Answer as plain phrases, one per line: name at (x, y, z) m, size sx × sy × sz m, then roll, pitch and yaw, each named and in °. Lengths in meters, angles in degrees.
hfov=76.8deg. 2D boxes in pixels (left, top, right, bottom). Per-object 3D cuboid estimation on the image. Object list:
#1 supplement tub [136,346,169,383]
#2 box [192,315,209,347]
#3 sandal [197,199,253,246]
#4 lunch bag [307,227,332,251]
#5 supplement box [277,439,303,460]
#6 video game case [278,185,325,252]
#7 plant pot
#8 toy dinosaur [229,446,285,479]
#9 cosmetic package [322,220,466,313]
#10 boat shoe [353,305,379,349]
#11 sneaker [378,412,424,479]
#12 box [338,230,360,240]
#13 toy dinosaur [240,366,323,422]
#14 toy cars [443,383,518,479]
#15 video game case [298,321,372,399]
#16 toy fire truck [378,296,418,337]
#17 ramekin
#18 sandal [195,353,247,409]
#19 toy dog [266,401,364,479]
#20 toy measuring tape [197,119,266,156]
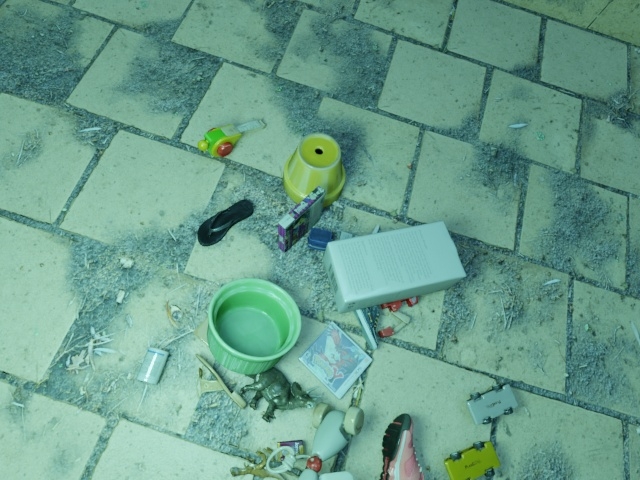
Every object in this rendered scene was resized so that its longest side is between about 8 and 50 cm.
supplement tub at (-0.553, 0.413, 1.335) m, size 0.071 × 0.071 × 0.107 m, roll 17°, pitch 67°, yaw -1°
box at (-0.319, 0.328, 1.426) m, size 0.201 × 0.021 × 0.164 m, roll 38°, pitch 69°, yaw 9°
sandal at (-0.373, -0.079, 1.557) m, size 0.097 × 0.054 × 0.254 m, roll 44°, pitch 70°, yaw 10°
lunch bag at (0.000, 0.000, 1.571) m, size 0.098 × 0.065 × 0.067 m, roll 13°, pitch 52°, yaw -1°
supplement box at (-0.098, 0.679, 1.306) m, size 0.083 × 0.043 × 0.055 m, roll -2°, pitch 68°, yaw -9°
video game case at (-0.072, -0.073, 1.500) m, size 0.042 × 0.232 × 0.210 m, roll 41°, pitch 70°, yaw 11°
plant pot at (-0.017, -0.288, 1.586) m, size 0.254 × 0.239 × 0.254 m, roll 3°, pitch 68°, yaw -7°
toy dinosaur at (-0.176, 0.726, 1.279) m, size 0.211 × 0.064 × 0.112 m, roll 10°, pitch 86°, yaw 6°
cosmetic package at (0.259, 0.095, 1.470) m, size 0.453 × 0.161 × 0.230 m, roll -10°, pitch 67°, yaw -11°
boat shoe at (0.188, 0.301, 1.477) m, size 0.083 × 0.065 × 0.183 m, roll -19°, pitch 72°, yaw -13°
sneaker at (0.274, 0.732, 1.315) m, size 0.136 × 0.116 × 0.313 m, roll 17°, pitch 74°, yaw -12°
box at (0.152, 0.058, 1.582) m, size 0.186 × 0.038 × 0.145 m, roll 17°, pitch 68°, yaw -2°
toy dinosaur at (-0.165, 0.494, 1.349) m, size 0.313 × 0.121 × 0.160 m, roll 31°, pitch 51°, yaw 17°
toy cars at (0.538, 0.656, 1.381) m, size 0.176 × 0.087 × 0.393 m, roll 33°, pitch 65°, yaw 0°
video game case at (0.054, 0.422, 1.436) m, size 0.201 × 0.023 × 0.183 m, roll 42°, pitch 70°, yaw 9°
toy fire truck at (0.291, 0.272, 1.512) m, size 0.192 × 0.047 × 0.135 m, roll -18°, pitch 73°, yaw -14°
ramekin at (-0.228, 0.287, 1.334) m, size 0.303 × 0.148 × 0.303 m, roll 15°, pitch 43°, yaw -14°
sandal at (-0.353, 0.483, 1.325) m, size 0.240 × 0.088 × 0.079 m, roll 43°, pitch 64°, yaw 4°
toy dog at (0.019, 0.663, 1.245) m, size 0.334 × 0.220 × 0.161 m, roll -39°, pitch 123°, yaw -28°
toy measuring tape at (-0.372, -0.422, 1.684) m, size 0.121 × 0.121 × 0.330 m, roll 48°, pitch 48°, yaw 11°
